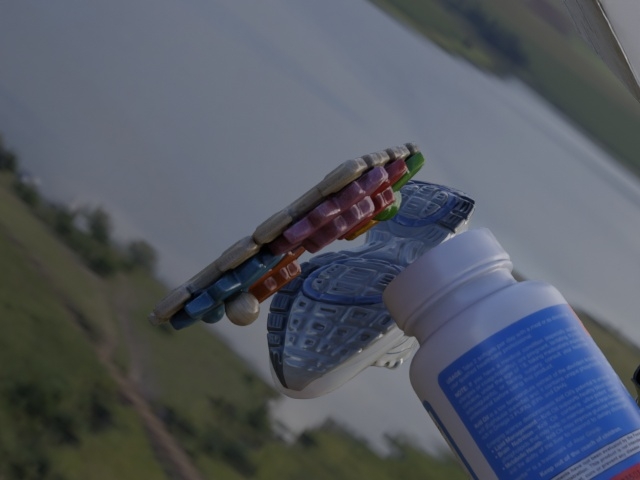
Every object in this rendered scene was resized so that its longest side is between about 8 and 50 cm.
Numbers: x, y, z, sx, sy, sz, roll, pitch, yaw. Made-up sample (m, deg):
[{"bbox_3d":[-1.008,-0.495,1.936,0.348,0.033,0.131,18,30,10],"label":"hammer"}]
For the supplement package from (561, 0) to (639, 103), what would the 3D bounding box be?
[{"bbox_3d":[0.330,-0.276,1.717,0.145,0.204,0.262,56,5,30],"label":"supplement package"}]

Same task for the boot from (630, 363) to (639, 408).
[{"bbox_3d":[0.320,0.081,1.381,0.077,0.198,0.137,46,-6,24],"label":"boot"}]

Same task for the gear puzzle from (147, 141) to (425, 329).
[{"bbox_3d":[0.000,0.000,1.238,0.044,0.175,0.339,54,13,3],"label":"gear puzzle"}]

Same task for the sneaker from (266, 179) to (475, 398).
[{"bbox_3d":[0.049,0.060,1.494,0.111,0.129,0.297,17,32,23],"label":"sneaker"}]

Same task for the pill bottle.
[{"bbox_3d":[0.138,0.105,1.241,0.221,0.124,0.124,58,16,16],"label":"pill bottle"}]
